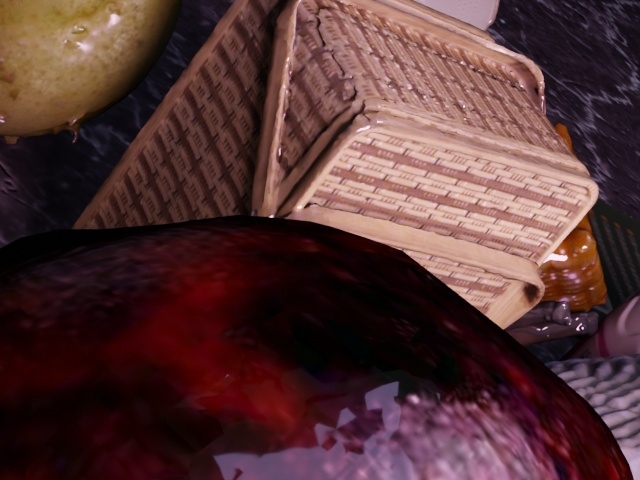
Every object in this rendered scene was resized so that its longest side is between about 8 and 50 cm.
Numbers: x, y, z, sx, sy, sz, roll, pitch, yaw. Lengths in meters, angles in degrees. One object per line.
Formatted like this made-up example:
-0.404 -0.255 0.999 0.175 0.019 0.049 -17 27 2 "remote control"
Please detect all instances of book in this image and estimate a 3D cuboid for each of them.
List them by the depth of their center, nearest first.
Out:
0.373 0.066 1.609 0.371 0.043 0.260 26 33 -23 "book"

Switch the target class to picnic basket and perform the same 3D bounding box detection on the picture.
0.000 0.000 0.944 0.228 0.313 0.175 13 37 -42 "picnic basket"

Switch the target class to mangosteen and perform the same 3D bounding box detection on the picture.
-0.027 0.186 0.583 0.421 0.381 0.381 45 26 -13 "mangosteen"

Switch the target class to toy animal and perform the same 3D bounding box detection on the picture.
0.128 0.081 1.138 0.148 0.084 0.232 10 -2 19 "toy animal"

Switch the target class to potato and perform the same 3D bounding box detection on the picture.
-0.240 -0.247 1.054 0.219 0.270 0.359 2 41 -39 "potato"

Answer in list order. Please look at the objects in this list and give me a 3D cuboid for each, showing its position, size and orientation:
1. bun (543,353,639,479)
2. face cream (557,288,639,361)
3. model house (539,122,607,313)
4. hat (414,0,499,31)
0.216 0.180 0.930 0.354 0.354 0.194 -9 96 -55 "bun"
0.283 0.140 1.218 0.175 0.195 0.175 30 32 -21 "face cream"
0.144 -0.003 1.248 0.229 0.199 0.219 35 68 27 "model house"
0.086 -0.329 1.742 0.258 0.168 0.301 -2 70 -23 "hat"
